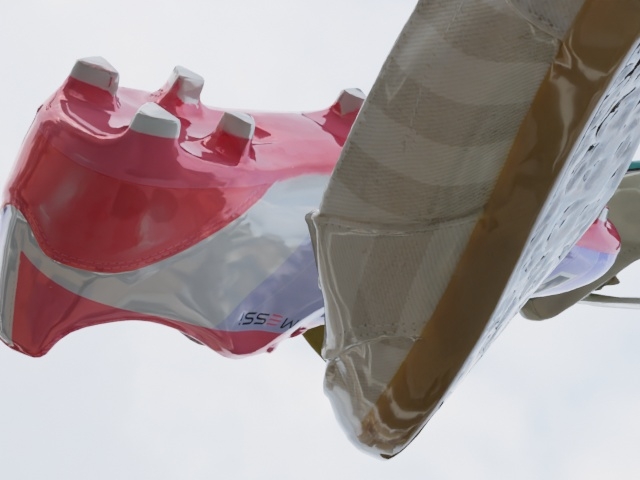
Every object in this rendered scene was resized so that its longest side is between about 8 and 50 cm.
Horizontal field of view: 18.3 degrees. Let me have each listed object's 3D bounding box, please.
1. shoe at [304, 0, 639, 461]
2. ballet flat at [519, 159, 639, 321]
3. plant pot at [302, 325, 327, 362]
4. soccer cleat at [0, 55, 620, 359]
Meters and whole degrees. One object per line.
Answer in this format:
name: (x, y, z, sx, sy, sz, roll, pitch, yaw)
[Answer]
shoe: (0.038, -0.024, 0.469, 0.058, 0.076, 0.219, 38, -39, 11)
ballet flat: (0.195, -0.010, 0.974, 0.086, 0.248, 0.086, 168, -90, -68)
plant pot: (0.025, 0.017, 0.970, 0.083, 0.081, 0.081, 40, -74, -3)
soccer cleat: (0.000, 0.000, 0.681, 0.083, 0.248, 0.095, 44, -63, 42)
